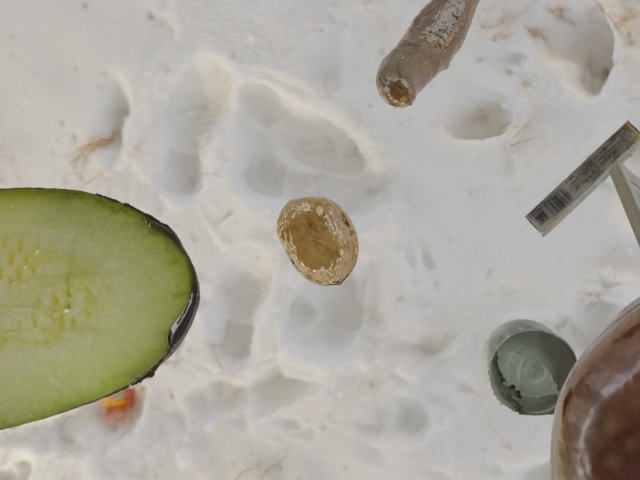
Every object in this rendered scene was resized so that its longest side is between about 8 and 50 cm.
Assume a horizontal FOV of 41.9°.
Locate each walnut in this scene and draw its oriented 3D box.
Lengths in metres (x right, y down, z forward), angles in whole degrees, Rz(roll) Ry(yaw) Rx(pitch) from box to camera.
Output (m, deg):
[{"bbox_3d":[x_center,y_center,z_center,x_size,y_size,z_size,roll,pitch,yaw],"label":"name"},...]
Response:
[{"bbox_3d":[0.000,0.000,1.542,0.144,0.144,0.180,-33,80,20],"label":"walnut"}]

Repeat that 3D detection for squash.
[{"bbox_3d":[-0.236,0.039,0.780,0.155,0.203,0.237,-33,69,63],"label":"squash"}]

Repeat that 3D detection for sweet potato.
[{"bbox_3d":[0.173,-0.308,1.313,0.092,0.341,0.114,39,148,-7],"label":"sweet potato"}]

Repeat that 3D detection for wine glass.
[{"bbox_3d":[0.294,0.176,1.198,0.126,0.241,0.127,0,88,7],"label":"wine glass"}]

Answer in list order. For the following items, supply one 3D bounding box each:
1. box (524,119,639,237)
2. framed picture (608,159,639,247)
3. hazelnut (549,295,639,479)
[{"bbox_3d":[0.397,-0.090,1.255,0.207,0.050,0.041,-46,66,12],"label":"box"},{"bbox_3d":[0.428,0.054,0.894,0.289,0.213,0.016,32,125,-25],"label":"framed picture"},{"bbox_3d":[0.219,0.106,0.427,0.180,0.181,0.212,-7,121,38],"label":"hazelnut"}]
